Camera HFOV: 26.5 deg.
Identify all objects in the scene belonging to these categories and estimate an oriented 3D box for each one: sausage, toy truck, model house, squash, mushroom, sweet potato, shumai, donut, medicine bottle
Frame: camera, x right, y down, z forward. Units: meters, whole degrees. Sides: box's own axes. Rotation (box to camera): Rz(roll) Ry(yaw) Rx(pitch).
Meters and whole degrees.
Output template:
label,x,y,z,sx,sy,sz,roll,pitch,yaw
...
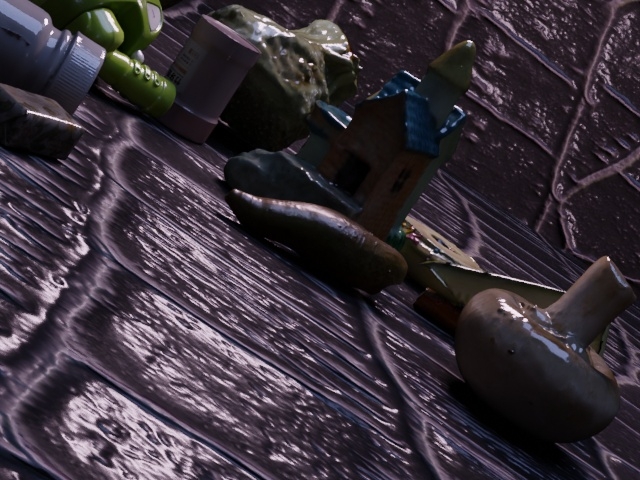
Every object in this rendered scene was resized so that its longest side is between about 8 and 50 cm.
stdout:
label,x,y,z,sx,sy,sz,roll,pitch,yaw
sausage,0.173,0.102,1.769,0.107,0.031,0.031,35,11,4
toy truck,-0.284,-0.268,1.757,0.187,0.148,0.210,23,41,-54
model house,0.073,-0.147,1.772,0.194,0.325,0.267,40,12,19
squash,0.237,0.130,1.749,0.252,0.169,0.093,14,3,16
mushroom,0.266,0.112,1.521,0.207,0.215,0.207,41,7,-6
sweet potato,0.000,0.000,1.595,0.243,0.077,0.077,26,14,-24
shumai,-0.069,-0.281,2.024,0.225,0.222,0.261,27,-17,32
donut,0.163,0.032,1.949,0.174,0.068,0.174,34,8,-6
medicine bottle,-0.320,-0.200,1.415,0.168,0.105,0.105,30,12,-18

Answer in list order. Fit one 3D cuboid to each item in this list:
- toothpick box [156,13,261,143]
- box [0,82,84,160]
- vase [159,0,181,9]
label,x,y,z,sx,sy,sz,roll,pitch,yaw
toothpick box,-0.160,-0.219,1.846,0.098,0.149,0.098,33,11,-7
box,-0.282,-0.115,1.318,0.062,0.045,0.098,40,11,23
vase,-0.298,-0.406,2.023,0.241,0.302,0.329,31,29,-17
